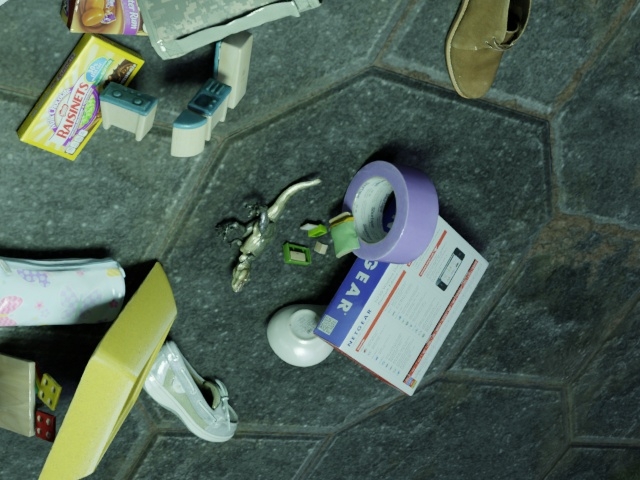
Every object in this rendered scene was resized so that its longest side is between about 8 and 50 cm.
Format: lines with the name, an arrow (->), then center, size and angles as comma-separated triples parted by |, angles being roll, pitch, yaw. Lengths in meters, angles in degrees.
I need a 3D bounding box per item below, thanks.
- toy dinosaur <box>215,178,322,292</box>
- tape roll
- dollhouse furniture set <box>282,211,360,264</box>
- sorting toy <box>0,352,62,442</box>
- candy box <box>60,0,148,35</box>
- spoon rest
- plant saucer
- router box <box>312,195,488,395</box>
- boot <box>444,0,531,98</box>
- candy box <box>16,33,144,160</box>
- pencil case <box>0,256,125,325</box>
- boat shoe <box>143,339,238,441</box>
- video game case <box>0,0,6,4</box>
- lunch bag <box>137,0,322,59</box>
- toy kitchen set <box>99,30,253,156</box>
toy dinosaur -> -0.116, -0.026, 2.116 | 0.118, 0.064, 0.268 | 17, 116, -50
tape roll -> 0.129, -0.052, 2.153 | 0.080, 0.189, 0.189 | 9, 123, -38
dollhouse furniture set -> 0.000, 0.000, 2.182 | 0.058, 0.076, 0.151 | 11, 152, -44
sorting toy -> -0.530, 0.268, 2.021 | 0.046, 0.274, 0.132 | -7, 100, -49
candy box -> -0.279, -0.362, 1.686 | 0.186, 0.053, 0.109 | -5, 130, -32
spoon rest -> 0.015, 0.159, 2.342 | 0.276, 0.137, 0.084 | -31, 161, -23
plant saucer -> -0.361, 0.250, 2.026 | 0.081, 0.333, 0.333 | 27, 118, -1
router box -> 0.173, 0.114, 2.336 | 0.335, 0.082, 0.301 | -58, 139, -6
boot -> 0.300, -0.362, 2.029 | 0.112, 0.115, 0.305 | -18, 138, -22
candy box -> -0.373, -0.222, 1.776 | 0.105, 0.027, 0.206 | 22, 114, -43
pencil case -> -0.470, 0.080, 1.936 | 0.273, 0.113, 0.124 | 4, 107, -36
boat shoe -> -0.250, 0.305, 2.301 | 0.103, 0.118, 0.320 | -35, 133, 7
video game case -> -0.427, -0.459, 1.484 | 0.244, 0.061, 0.269 | -34, 140, 1
lunch bag -> -0.123, -0.390, 1.537 | 0.235, 0.287, 0.169 | -16, 143, 15
toy kitchen set -> -0.225, -0.252, 1.796 | 0.207, 0.166, 0.122 | -61, 168, -45
